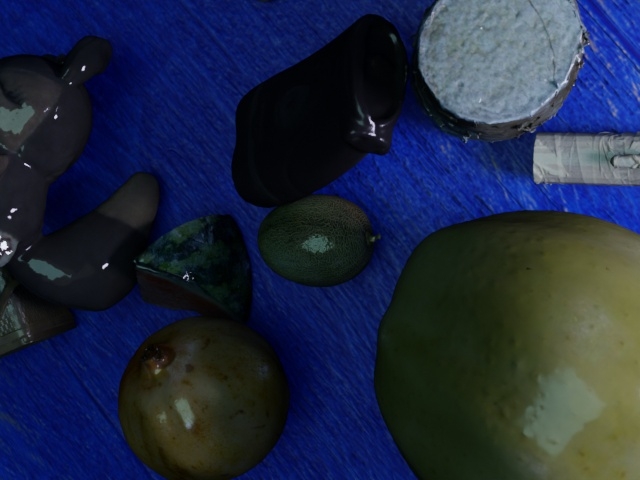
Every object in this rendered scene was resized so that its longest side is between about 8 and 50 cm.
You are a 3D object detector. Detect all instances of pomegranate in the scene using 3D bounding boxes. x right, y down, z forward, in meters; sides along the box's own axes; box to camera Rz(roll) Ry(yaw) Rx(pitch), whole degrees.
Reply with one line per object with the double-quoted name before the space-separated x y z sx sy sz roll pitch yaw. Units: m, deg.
"pomegranate" -0.175 0.237 1.748 0.264 0.264 0.264 2 97 18

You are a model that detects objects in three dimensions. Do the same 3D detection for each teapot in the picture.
"teapot" 0.395 -0.113 1.604 0.200 0.107 0.077 2 94 17

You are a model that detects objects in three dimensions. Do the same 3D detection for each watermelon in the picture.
"watermelon" -0.210 0.070 1.802 0.136 0.207 0.202 55 128 32

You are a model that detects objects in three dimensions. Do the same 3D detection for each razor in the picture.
"razor" -0.003 -0.171 1.628 0.349 0.113 0.204 -23 55 53

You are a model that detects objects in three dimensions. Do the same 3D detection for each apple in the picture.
"apple" 0.294 0.179 1.506 0.473 0.473 0.474 2 97 18

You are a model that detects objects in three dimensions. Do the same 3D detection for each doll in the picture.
"doll" -0.419 -0.112 1.821 0.252 0.378 0.382 10 64 51

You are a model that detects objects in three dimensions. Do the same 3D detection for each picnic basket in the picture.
"picnic basket" -0.548 0.126 1.907 0.266 0.165 0.139 -22 89 18

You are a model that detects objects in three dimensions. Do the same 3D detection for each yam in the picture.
"yam" 0.227 -0.242 1.542 0.241 0.348 0.241 0 95 6

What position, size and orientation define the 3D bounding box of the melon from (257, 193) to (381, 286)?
"melon" 0.000 0.000 1.728 0.192 0.139 0.139 -2 96 21
